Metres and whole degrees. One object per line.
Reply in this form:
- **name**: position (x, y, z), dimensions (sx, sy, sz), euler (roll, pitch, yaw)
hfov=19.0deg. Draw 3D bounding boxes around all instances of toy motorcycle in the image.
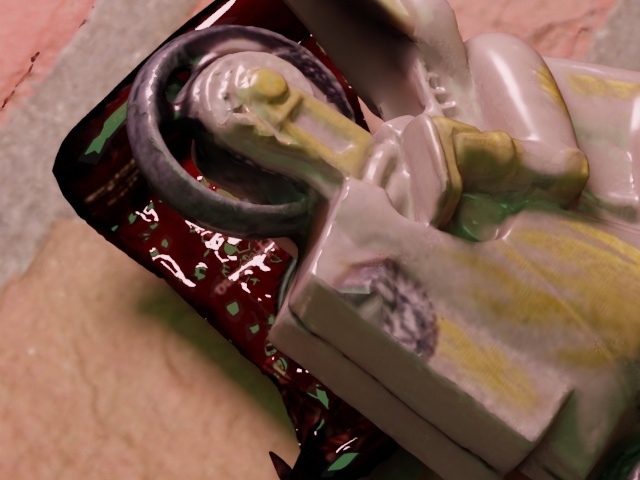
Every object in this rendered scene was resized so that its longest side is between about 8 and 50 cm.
- **toy motorcycle**: position (0.092, 0.000, 0.775), dimensions (0.340, 0.108, 0.223), euler (39, 57, 5)

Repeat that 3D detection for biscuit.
- **biscuit**: position (-0.006, 0.003, 0.857), dimensions (0.151, 0.063, 0.235), euler (-39, 69, -6)
